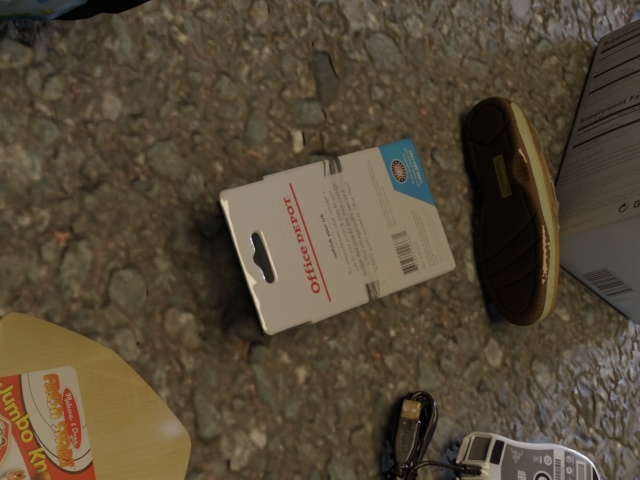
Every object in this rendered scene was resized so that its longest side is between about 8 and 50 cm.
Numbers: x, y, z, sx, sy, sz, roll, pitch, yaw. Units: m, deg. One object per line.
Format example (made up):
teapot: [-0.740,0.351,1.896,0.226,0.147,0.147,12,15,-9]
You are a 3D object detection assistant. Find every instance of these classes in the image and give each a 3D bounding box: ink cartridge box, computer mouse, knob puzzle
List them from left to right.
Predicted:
knob puzzle: [-0.165,0.138,0.698,0.213,0.030,0.213,11,70,-33]
ink cartridge box: [0.000,0.000,0.839,0.180,0.060,0.104,-17,88,-38]
computer mouse: [0.128,0.181,0.895,0.193,0.042,0.106,18,62,-25]

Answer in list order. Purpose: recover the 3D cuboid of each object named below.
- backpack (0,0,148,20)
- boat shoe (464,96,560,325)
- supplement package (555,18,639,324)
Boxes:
backpack: [-0.273,-0.235,0.610,0.355,0.273,0.290,-20,91,-60]
boat shoe: [0.170,-0.023,0.971,0.072,0.068,0.190,11,70,-46]
supplement package: [0.308,-0.073,1.039,0.139,0.134,0.244,36,59,-23]
